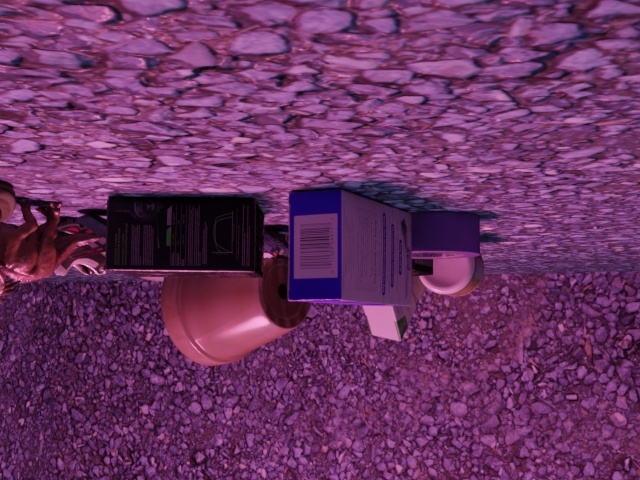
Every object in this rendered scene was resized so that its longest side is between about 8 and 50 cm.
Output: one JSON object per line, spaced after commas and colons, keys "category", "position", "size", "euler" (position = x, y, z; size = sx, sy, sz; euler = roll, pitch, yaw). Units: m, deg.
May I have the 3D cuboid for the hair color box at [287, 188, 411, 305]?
{"category": "hair color box", "position": [0.061, 0.023, 1.584], "size": [0.110, 0.185, 0.339], "euler": [-2, 173, 27]}

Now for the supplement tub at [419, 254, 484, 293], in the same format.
{"category": "supplement tub", "position": [0.328, 0.065, 2.204], "size": [0.144, 0.144, 0.199], "euler": [-2, 174, 19]}

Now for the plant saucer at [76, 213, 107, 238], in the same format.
{"category": "plant saucer", "position": [-0.424, -0.024, 1.753], "size": [0.119, 0.021, 0.119], "euler": [29, -178, -1]}

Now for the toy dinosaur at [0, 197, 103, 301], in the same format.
{"category": "toy dinosaur", "position": [-0.544, 0.030, 1.599], "size": [0.127, 0.200, 0.295], "euler": [-5, 173, 40]}

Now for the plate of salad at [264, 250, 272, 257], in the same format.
{"category": "plate of salad", "position": [-0.182, 0.005, 2.056], "size": [0.199, 0.048, 0.200], "euler": [9, -178, 0]}

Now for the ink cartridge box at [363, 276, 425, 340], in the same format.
{"category": "ink cartridge box", "position": [0.188, 0.119, 2.203], "size": [0.086, 0.208, 0.153], "euler": [9, 138, 27]}

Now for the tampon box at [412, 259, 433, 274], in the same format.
{"category": "tampon box", "position": [0.183, 0.027, 2.042], "size": [0.120, 0.102, 0.161], "euler": [-2, 173, 23]}

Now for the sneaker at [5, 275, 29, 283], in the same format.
{"category": "sneaker", "position": [-0.713, 0.040, 2.102], "size": [0.111, 0.121, 0.300], "euler": [0, 174, 0]}

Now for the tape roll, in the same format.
{"category": "tape roll", "position": [0.229, -0.008, 1.798], "size": [0.188, 0.080, 0.189], "euler": [-1, 174, 0]}

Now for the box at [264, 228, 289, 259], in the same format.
{"category": "box", "position": [-0.100, 0.009, 2.006], "size": [0.094, 0.027, 0.137], "euler": [37, -171, 22]}

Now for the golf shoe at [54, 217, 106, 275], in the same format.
{"category": "golf shoe", "position": [-0.477, 0.020, 1.925], "size": [0.105, 0.120, 0.272], "euler": [-7, 172, 41]}

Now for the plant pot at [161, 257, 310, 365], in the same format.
{"category": "plant pot", "position": [-0.188, 0.144, 2.209], "size": [0.280, 0.323, 0.323], "euler": [-11, 169, 41]}

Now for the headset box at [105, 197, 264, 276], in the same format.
{"category": "headset box", "position": [-0.252, 0.001, 1.645], "size": [0.283, 0.131, 0.246], "euler": [0, 175, 1]}

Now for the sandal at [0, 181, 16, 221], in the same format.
{"category": "sandal", "position": [-0.535, -0.053, 1.331], "size": [0.120, 0.086, 0.303], "euler": [1, 174, -11]}

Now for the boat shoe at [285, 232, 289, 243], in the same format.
{"category": "boat shoe", "position": [0.000, 0.000, 1.972], "size": [0.170, 0.063, 0.059], "euler": [-2, 180, 24]}
